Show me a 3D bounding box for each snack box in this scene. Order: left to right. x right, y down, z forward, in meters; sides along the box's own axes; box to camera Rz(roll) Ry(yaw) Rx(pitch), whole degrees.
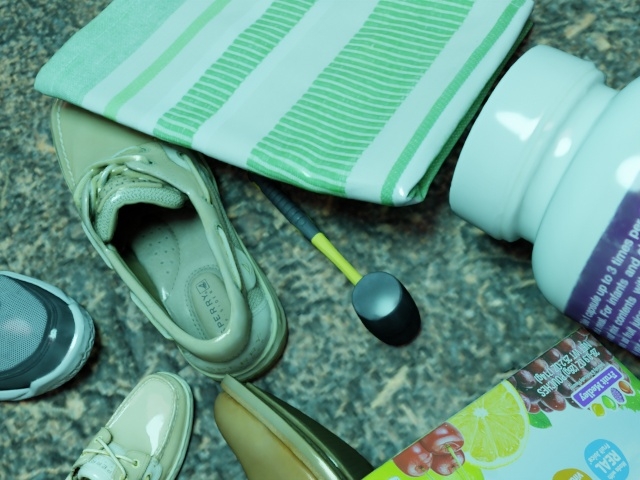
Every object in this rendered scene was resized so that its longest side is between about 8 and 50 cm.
[{"bbox_3d":[0.137,0.162,0.422,0.207,0.070,0.174,-22,59,-37],"label":"snack box"}]

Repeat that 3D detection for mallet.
[{"bbox_3d":[0.000,0.000,0.578,0.039,0.062,0.189,-43,66,-3],"label":"mallet"}]

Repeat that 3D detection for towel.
[{"bbox_3d":[-0.026,-0.155,0.620,0.325,0.038,0.248,22,59,21],"label":"towel"}]

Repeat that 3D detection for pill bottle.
[{"bbox_3d":[0.236,0.000,0.462,0.301,0.169,0.169,31,80,21],"label":"pill bottle"}]

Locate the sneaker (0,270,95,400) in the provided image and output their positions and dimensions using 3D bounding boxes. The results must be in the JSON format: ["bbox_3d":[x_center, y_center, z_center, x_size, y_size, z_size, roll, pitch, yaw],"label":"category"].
[{"bbox_3d":[-0.314,0.048,0.587,0.269,0.153,0.101,10,73,17],"label":"sneaker"}]

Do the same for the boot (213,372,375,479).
[{"bbox_3d":[-0.028,0.243,0.484,0.220,0.109,0.283,-47,70,1],"label":"boot"}]

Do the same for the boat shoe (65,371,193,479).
[{"bbox_3d":[-0.146,0.169,0.551,0.063,0.059,0.170,20,76,20],"label":"boat shoe"}]

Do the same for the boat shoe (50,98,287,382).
[{"bbox_3d":[-0.133,-0.027,0.600,0.109,0.098,0.302,-35,66,-1],"label":"boat shoe"}]
